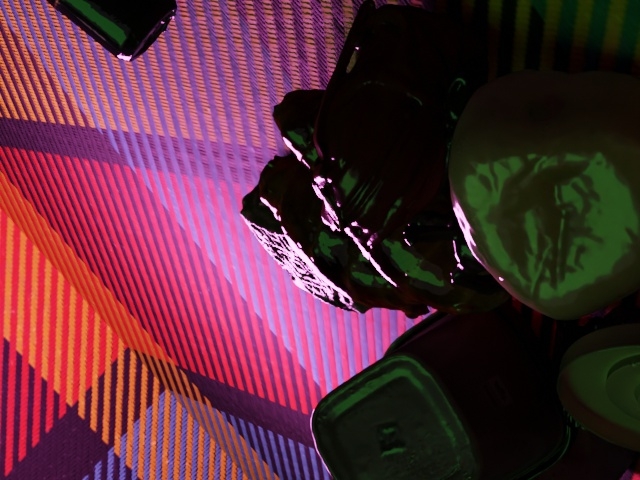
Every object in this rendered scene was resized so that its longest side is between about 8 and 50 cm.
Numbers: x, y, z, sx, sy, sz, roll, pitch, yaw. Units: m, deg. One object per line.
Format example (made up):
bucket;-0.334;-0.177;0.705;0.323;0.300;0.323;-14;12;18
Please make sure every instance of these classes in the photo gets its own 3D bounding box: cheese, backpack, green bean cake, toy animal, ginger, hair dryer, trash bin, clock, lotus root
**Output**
cheese;0.207;-0.044;1.479;0.218;0.117;0.235;32;128;2
backpack;0.064;-0.100;1.605;0.139;0.229;0.229;23;162;-1
green bean cake;0.000;0.000;2.195;0.181;0.094;0.173;25;156;47
toy animal;0.183;-0.006;1.662;0.233;0.084;0.148;5;162;-12
ginger;0.057;-0.039;1.878;0.274;0.152;0.357;49;160;-20
hair dryer;-0.228;-0.332;1.916;0.189;0.107;0.352;40;158;-1
trash bin;0.129;0.194;1.905;0.219;0.219;0.250;58;-152;9
clock;0.351;0.157;1.738;0.235;0.029;0.235;12;147;8
lotus root;0.245;0.224;2.117;0.314;0.142;0.210;45;164;-2
toy animal;0.321;0.128;1.811;0.117;0.121;0.210;27;160;-17
